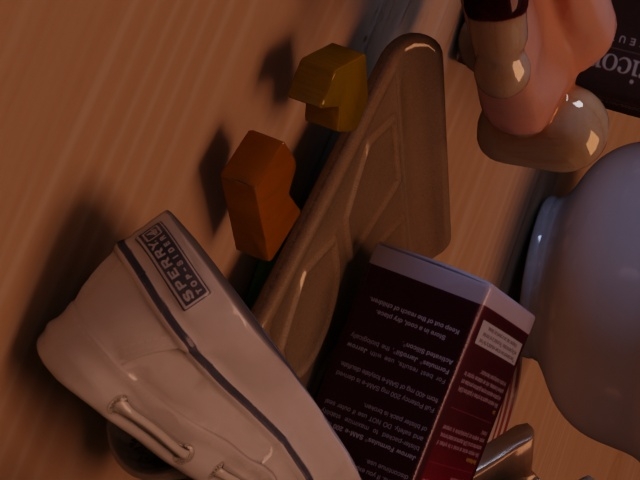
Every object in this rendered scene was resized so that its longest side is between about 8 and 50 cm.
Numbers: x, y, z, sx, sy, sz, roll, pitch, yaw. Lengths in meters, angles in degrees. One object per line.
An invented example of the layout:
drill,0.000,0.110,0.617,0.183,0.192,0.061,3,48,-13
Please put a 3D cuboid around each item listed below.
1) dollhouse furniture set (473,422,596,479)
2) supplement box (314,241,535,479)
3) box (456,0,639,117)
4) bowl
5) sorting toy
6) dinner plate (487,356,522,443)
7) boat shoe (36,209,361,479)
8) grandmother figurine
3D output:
dollhouse furniture set,0.108,0.389,1.255,0.394,0.362,0.256,-30,141,-26
supplement box,0.034,0.132,1.099,0.239,0.073,0.130,-69,161,-4
box,0.207,-0.187,1.300,0.167,0.168,0.203,1,104,-74
bowl,0.248,0.042,1.698,0.298,0.134,0.298,9,90,-75
sorting toy,0.000,0.000,1.048,0.229,0.041,0.307,-59,159,-28
dinner plate,0.144,0.158,1.706,0.141,0.017,0.141,18,90,-74
boat shoe,-0.054,0.070,0.865,0.084,0.095,0.258,-36,149,-3
grandmother figurine,0.085,-0.176,0.991,0.342,0.104,0.208,64,7,-61
